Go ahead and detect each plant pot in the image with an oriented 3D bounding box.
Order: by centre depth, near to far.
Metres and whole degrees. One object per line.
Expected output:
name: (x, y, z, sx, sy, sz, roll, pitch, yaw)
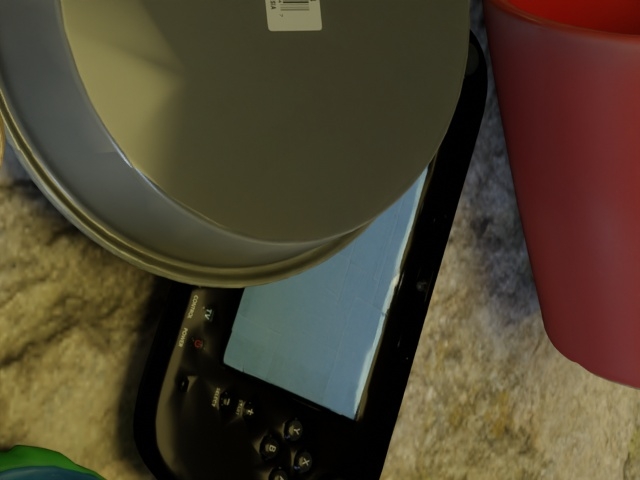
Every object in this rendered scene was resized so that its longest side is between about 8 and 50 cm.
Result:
plant pot: (0.240, -0.051, 1.060, 0.275, 0.275, 0.243, -28, 123, -44)

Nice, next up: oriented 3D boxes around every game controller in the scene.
game controller: (0.000, 0.000, 0.918, 0.166, 0.067, 0.319, 32, 69, -46)

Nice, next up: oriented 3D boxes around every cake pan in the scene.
cake pan: (-0.034, -0.123, 0.832, 0.293, 0.054, 0.293, 3, 86, -38)

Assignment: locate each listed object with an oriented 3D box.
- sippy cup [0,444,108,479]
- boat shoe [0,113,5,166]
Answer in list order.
sippy cup: (-0.084, 0.220, 0.722, 0.305, 0.224, 0.240, 9, 86, -48)
boat shoe: (-0.218, 0.013, 0.651, 0.285, 0.089, 0.104, -42, 123, -39)
